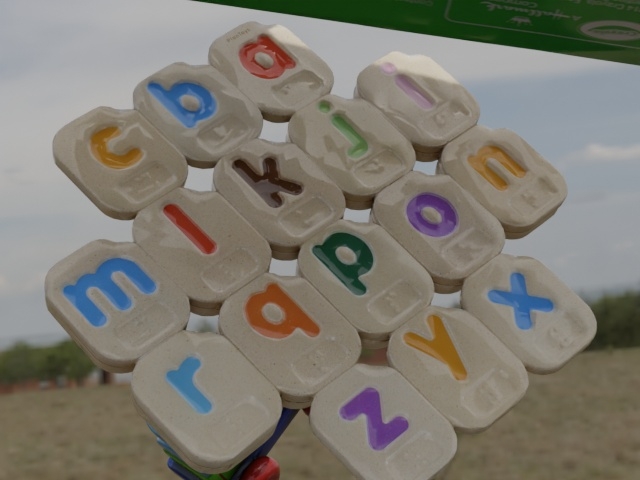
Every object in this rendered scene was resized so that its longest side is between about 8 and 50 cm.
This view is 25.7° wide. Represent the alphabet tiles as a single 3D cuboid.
[{"bbox_3d":[0.000,0.000,0.760,0.284,0.278,0.021,-35,-21,-30],"label":"alphabet tiles"}]

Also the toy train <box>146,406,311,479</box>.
[{"bbox_3d":[-0.039,0.082,1.114,0.105,0.248,0.143,31,-15,23],"label":"toy train"}]

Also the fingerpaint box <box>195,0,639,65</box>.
[{"bbox_3d":[0.051,-0.277,0.549,0.445,0.371,0.163,8,-18,-1],"label":"fingerpaint box"}]
